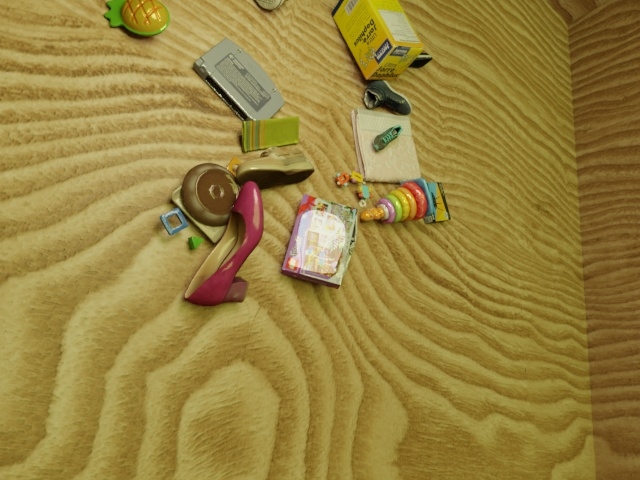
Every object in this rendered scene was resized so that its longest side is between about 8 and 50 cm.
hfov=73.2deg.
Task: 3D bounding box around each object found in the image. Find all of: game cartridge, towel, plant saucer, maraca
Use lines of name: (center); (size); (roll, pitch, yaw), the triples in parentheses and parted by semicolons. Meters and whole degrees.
game cartridge: (-0.267, -0.540, 1.487); (0.294, 0.060, 0.196); (46, 60, -17)
towel: (0.287, -0.397, 1.839); (0.331, 0.053, 0.317); (-2, 79, -35)
towel: (-0.168, -0.372, 1.497); (0.237, 0.021, 0.102); (-19, 126, -37)
plant saucer: (-0.316, -0.143, 1.300); (0.198, 0.036, 0.199); (10, 74, -36)
maraca: (-0.551, -0.681, 1.301); (0.185, 0.099, 0.127); (7, 75, -8)

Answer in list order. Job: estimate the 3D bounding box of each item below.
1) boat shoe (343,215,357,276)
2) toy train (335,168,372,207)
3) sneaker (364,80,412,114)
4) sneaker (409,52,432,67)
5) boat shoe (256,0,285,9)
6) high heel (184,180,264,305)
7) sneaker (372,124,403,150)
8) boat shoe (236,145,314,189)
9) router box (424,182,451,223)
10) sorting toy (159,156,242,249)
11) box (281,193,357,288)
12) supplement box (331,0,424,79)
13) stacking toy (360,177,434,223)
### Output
boat shoe: (0.088, 0.008, 1.568); (0.096, 0.088, 0.268); (26, 64, -28)
toy train: (0.126, -0.207, 1.681); (0.166, 0.046, 0.125); (49, 57, -11)
sneaker: (0.285, -0.592, 1.854); (0.226, 0.086, 0.163); (38, 48, -8)
sneaker: (0.443, -0.890, 2.057); (0.234, 0.084, 0.097); (-15, 86, -37)
boat shoe: (-0.250, -1.101, 1.574); (0.156, 0.186, 0.500); (-41, 107, -40)
high heel: (-0.275, 0.006, 1.243); (0.181, 0.127, 0.377); (7, 91, -43)
sneaker: (0.276, -0.426, 1.760); (0.065, 0.076, 0.166); (50, 56, -11)
boat shoe: (-0.161, -0.248, 1.436); (0.341, 0.121, 0.110); (-15, 74, -54)
router box: (0.509, -0.169, 1.936); (0.133, 0.046, 0.179); (-8, 82, -36)
sorting toy: (-0.338, -0.117, 1.331); (0.196, 0.047, 0.348); (51, 55, -18)
box: (0.000, 0.000, 1.478); (0.200, 0.057, 0.293); (16, 67, -2)
supplement box: (0.234, -0.878, 1.801); (0.194, 0.195, 0.357); (-16, 75, -37)
stacking toy: (0.287, -0.130, 1.721); (0.301, 0.175, 0.166); (-21, 99, -25)
